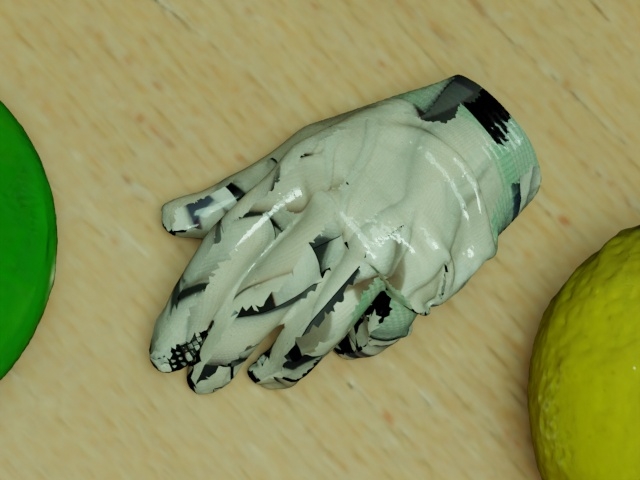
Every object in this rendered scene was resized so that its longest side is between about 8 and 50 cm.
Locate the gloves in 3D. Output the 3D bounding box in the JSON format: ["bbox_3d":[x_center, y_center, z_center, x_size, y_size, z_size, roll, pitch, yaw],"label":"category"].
[{"bbox_3d":[0.004,0.000,0.991,0.212,0.111,0.127,-35,92,-20],"label":"gloves"}]

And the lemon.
[{"bbox_3d":[0.193,0.085,0.968,0.180,0.180,0.193,20,70,-5],"label":"lemon"}]

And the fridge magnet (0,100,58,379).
[{"bbox_3d":[-0.236,0.000,0.962,0.208,0.088,0.208,2,80,-9],"label":"fridge magnet"}]
